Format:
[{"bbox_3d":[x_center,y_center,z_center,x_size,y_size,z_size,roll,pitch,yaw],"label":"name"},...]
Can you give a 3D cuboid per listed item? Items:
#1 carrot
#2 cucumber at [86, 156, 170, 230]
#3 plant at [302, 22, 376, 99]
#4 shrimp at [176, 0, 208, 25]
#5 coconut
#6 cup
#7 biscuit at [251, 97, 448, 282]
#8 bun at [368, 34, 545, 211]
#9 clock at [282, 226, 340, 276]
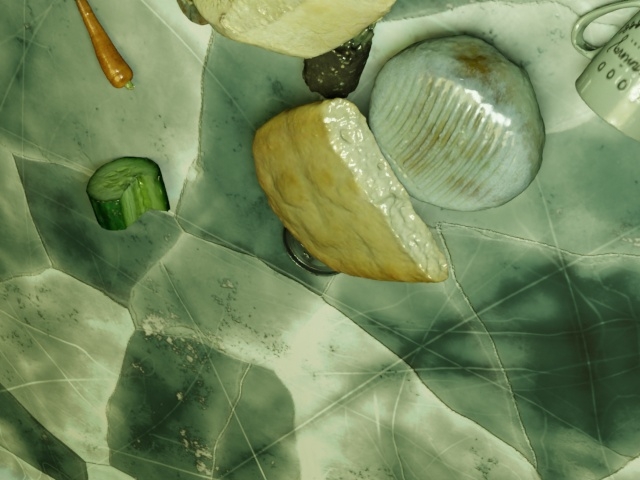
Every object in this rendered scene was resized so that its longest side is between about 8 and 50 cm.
[{"bbox_3d":[-0.509,-0.458,2.025,0.061,0.061,0.256,-18,109,34],"label":"carrot"},{"bbox_3d":[-0.485,-0.115,2.172,0.191,0.191,0.130,2,122,25],"label":"cucumber"},{"bbox_3d":[0.033,-0.390,1.756,0.132,0.129,0.194,23,132,10],"label":"plant"},{"bbox_3d":[-0.239,-0.542,1.850,0.195,0.035,0.148,-18,111,36],"label":"shrimp"},{"bbox_3d":[-0.019,-0.514,1.539,0.405,0.404,0.404,13,127,18],"label":"coconut"},{"bbox_3d":[0.563,-0.336,1.526,0.258,0.186,0.234,49,126,25],"label":"cup"},{"bbox_3d":[0.018,-0.092,1.847,0.446,0.104,0.429,3,131,52],"label":"biscuit"},{"bbox_3d":[0.266,-0.230,1.694,0.362,0.211,0.362,20,137,20],"label":"bun"},{"bbox_3d":[0.000,0.000,2.098,0.184,0.040,0.184,12,124,18],"label":"clock"}]
